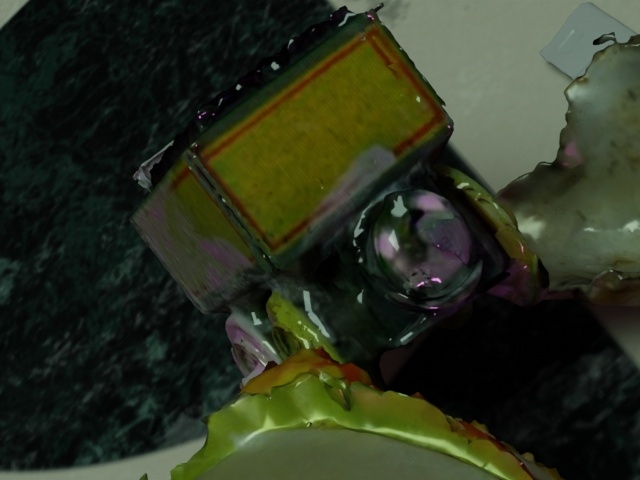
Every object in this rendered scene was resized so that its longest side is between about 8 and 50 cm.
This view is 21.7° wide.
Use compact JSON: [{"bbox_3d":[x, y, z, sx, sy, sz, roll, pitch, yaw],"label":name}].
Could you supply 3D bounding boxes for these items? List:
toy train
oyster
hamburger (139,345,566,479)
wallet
[{"bbox_3d":[0.000,0.000,0.838,0.134,0.177,0.261,-39,3,-16],"label":"toy train"},{"bbox_3d":[0.228,-0.078,0.808,0.341,0.110,0.166,-48,34,8],"label":"oyster"},{"bbox_3d":[0.025,0.205,0.703,0.276,0.179,0.294,27,117,17],"label":"hamburger"},{"bbox_3d":[0.162,-0.101,0.937,0.044,0.011,0.083,-49,47,3],"label":"wallet"}]
